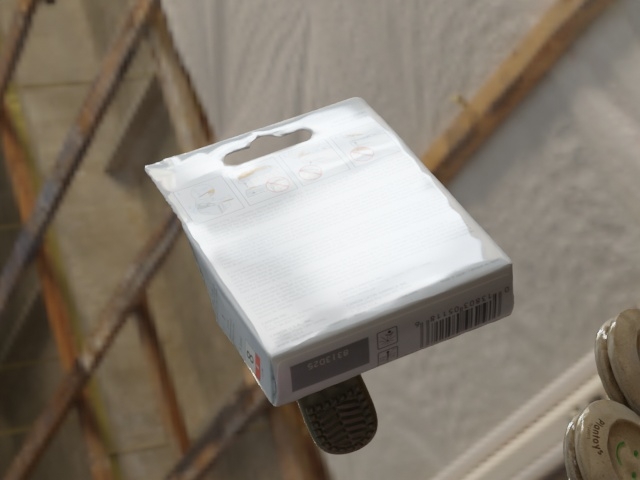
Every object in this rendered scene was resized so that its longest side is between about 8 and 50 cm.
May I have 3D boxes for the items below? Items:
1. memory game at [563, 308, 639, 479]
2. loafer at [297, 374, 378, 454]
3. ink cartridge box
[{"bbox_3d":[0.129,0.096,0.403,0.012,0.186,0.186,-34,-115,37],"label":"memory game"},{"bbox_3d":[-0.008,0.055,0.897,0.050,0.056,0.148,-129,-157,-71],"label":"loafer"},{"bbox_3d":[0.000,0.000,0.846,0.179,0.145,0.045,51,-25,46],"label":"ink cartridge box"}]
